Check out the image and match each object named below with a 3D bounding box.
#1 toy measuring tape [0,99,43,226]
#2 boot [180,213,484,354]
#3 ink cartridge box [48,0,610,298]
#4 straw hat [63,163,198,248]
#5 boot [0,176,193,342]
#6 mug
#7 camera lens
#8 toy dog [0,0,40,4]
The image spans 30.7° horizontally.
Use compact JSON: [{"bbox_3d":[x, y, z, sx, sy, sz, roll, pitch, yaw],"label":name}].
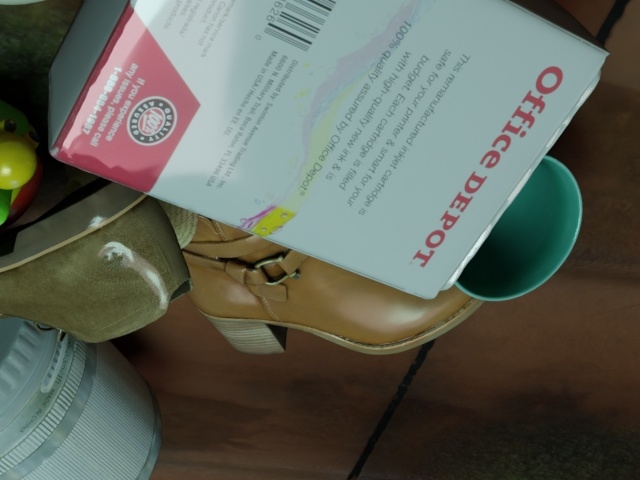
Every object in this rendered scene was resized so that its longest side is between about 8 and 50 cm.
[{"bbox_3d":[-0.322,-0.057,0.965,0.121,0.121,0.330,31,155,-35],"label":"toy measuring tape"},{"bbox_3d":[0.000,0.000,1.037,0.284,0.109,0.220,-6,139,18],"label":"boot"},{"bbox_3d":[-0.001,-0.118,0.793,0.306,0.131,0.226,21,116,-28],"label":"ink cartridge box"},{"bbox_3d":[-0.175,-0.033,0.952,0.145,0.061,0.144,17,131,22],"label":"straw hat"},{"bbox_3d":[-0.226,0.043,0.923,0.305,0.112,0.115,-20,108,38],"label":"boot"},{"bbox_3d":[0.146,-0.038,0.971,0.158,0.097,0.129,-47,122,2],"label":"mug"},{"bbox_3d":[-0.297,0.160,1.124,0.220,0.219,0.274,-13,141,15],"label":"camera lens"},{"bbox_3d":[-0.201,-0.241,0.498,0.285,0.395,0.408,-40,169,-1],"label":"toy dog"}]
